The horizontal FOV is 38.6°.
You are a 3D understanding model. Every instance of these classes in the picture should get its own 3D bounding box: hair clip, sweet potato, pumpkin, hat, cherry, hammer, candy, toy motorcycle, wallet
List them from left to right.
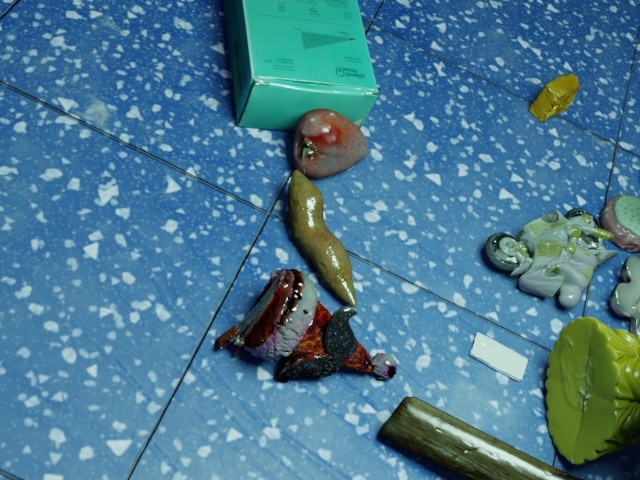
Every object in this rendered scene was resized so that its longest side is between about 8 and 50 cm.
[{"bbox_3d":[-0.002,0.001,1.293,0.051,0.065,0.218,-5,67,-50],"label":"sweet potato"},{"bbox_3d":[0.000,0.134,1.185,0.227,0.129,0.140,31,91,-19],"label":"hat"},{"bbox_3d":[0.007,-0.142,1.378,0.087,0.106,0.126,38,12,35],"label":"cherry"},{"bbox_3d":[0.253,0.165,1.300,0.083,0.011,0.044,28,51,0],"label":"wallet"},{"bbox_3d":[0.270,0.298,1.126,0.409,0.242,0.095,25,6,16],"label":"hammer"},{"bbox_3d":[0.417,-0.258,1.626,0.083,0.074,0.054,-24,66,-32],"label":"pumpkin"},{"bbox_3d":[0.366,0.031,1.401,0.225,0.073,0.152,-16,64,-28],"label":"toy motorcycle"},{"bbox_3d":[0.515,-0.029,1.519,0.103,0.043,0.103,9,55,-14],"label":"candy"},{"bbox_3d":[0.549,0.059,1.440,0.257,0.075,0.146,-43,98,-21],"label":"hair clip"}]

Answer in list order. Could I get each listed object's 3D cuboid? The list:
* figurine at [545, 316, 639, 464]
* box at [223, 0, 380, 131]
[{"bbox_3d":[0.486,0.210,1.256,0.316,0.168,0.187,6,66,-20],"label":"figurine"},{"bbox_3d":[-0.041,-0.320,1.470,0.205,0.118,0.311,1,55,-17],"label":"box"}]
